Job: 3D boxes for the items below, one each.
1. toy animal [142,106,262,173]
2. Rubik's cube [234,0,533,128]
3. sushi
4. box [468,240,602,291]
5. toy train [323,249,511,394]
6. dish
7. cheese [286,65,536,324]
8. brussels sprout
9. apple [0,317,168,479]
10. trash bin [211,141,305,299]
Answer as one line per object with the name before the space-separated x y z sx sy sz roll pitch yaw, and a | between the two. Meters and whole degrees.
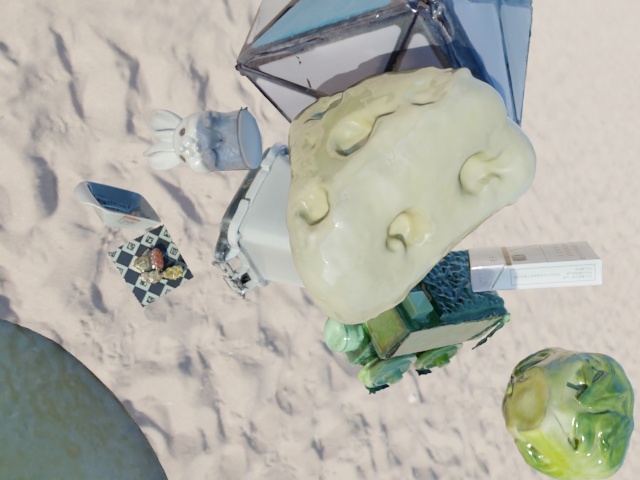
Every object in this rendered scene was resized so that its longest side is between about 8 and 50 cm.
toy animal | -0.218 -0.161 1.012 0.131 0.220 0.104 -46 134 -64
Rubik's cube | 0.111 -0.299 0.884 0.310 0.305 0.307 39 57 -42
sushi | -0.324 0.048 1.197 0.120 0.026 0.126 -32 99 -18
box | 0.270 0.033 0.798 0.084 0.154 0.040 -61 145 -69
toy train | 0.138 0.111 0.929 0.271 0.188 0.159 -3 53 -37
dish | -0.574 -0.089 1.722 0.234 0.154 0.064 15 115 -51
cheese | 0.045 -0.053 0.645 0.251 0.248 0.173 -51 122 -5
brussels sprout | 0.387 0.269 0.966 0.223 0.161 0.223 3 81 -19
apple | -0.217 0.188 0.299 0.251 0.163 0.293 59 15 9
trash bin | 0.000 0.000 1.263 0.256 0.367 0.296 72 39 -57
